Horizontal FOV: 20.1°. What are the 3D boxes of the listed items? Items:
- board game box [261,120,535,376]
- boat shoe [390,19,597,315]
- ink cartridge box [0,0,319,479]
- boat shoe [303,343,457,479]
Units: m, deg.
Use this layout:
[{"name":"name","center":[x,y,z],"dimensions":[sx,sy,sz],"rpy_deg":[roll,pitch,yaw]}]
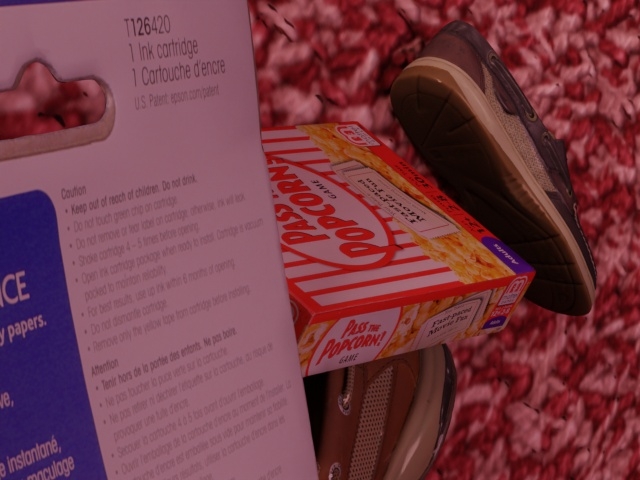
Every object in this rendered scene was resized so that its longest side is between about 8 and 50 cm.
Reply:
[{"name":"board game box","center":[0.000,0.000,0.931],"dimensions":[0.193,0.147,0.045],"rpy_deg":[-9,134,-51]},{"name":"boat shoe","center":[0.125,-0.044,1.135],"dimensions":[0.223,0.080,0.073],"rpy_deg":[53,58,-33]},{"name":"ink cartridge box","center":[-0.094,0.073,0.592],"dimensions":[0.304,0.072,0.307],"rpy_deg":[-19,99,-62]},{"name":"boat shoe","center":[-0.032,0.157,0.935],"dimensions":[0.120,0.123,0.324],"rpy_deg":[44,51,-37]}]
